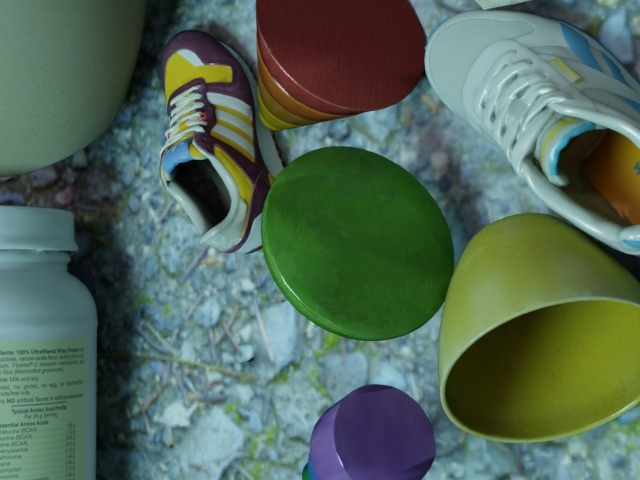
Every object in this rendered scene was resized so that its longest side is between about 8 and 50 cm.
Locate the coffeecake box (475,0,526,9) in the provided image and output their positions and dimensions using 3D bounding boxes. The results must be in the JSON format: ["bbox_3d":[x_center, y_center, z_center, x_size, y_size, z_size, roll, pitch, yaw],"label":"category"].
[{"bbox_3d":[0.125,-0.191,0.737,0.142,0.185,0.068,-9,81,22],"label":"coffeecake box"}]

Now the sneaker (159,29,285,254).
[{"bbox_3d":[-0.082,-0.076,0.981,0.069,0.084,0.185,-39,66,31],"label":"sneaker"}]

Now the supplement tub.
[{"bbox_3d":[-0.287,0.139,1.042,0.235,0.235,0.325,-2,87,38],"label":"supplement tub"}]

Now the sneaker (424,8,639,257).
[{"bbox_3d":[0.140,-0.071,0.802,0.228,0.092,0.087,40,114,33],"label":"sneaker"}]

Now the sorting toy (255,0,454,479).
[{"bbox_3d":[0.000,0.000,0.885,0.126,0.127,0.366,135,135,-55],"label":"sorting toy"}]

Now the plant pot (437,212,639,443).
[{"bbox_3d":[0.126,0.041,0.800,0.134,0.134,0.095,-41,40,30],"label":"plant pot"}]

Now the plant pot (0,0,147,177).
[{"bbox_3d":[-0.246,-0.160,1.027,0.284,0.284,0.191,9,130,38],"label":"plant pot"}]
